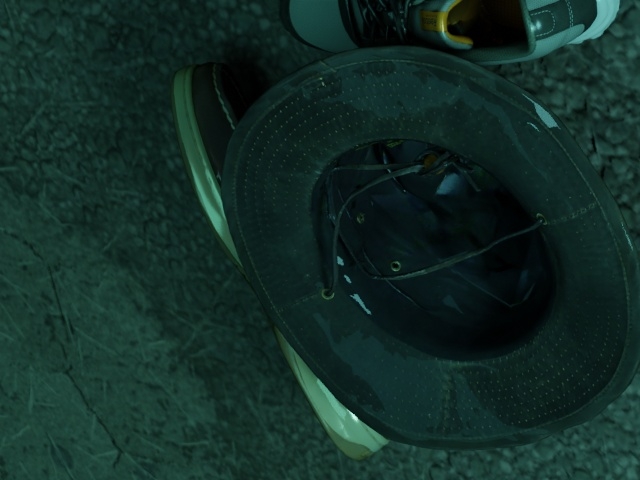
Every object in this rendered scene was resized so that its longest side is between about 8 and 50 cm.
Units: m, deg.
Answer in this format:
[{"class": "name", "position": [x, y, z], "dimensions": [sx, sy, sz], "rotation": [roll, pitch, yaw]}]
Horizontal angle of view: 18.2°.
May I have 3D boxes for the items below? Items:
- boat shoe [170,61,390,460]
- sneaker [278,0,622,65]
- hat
[{"class": "boat shoe", "position": [0.000, 0.000, 1.577], "dimensions": [0.123, 0.123, 0.342], "rotation": [-27, 89, 13]}, {"class": "sneaker", "position": [0.074, -0.171, 1.419], "dimensions": [0.271, 0.108, 0.100], "rotation": [2, 115, 39]}, {"class": "hat", "position": [0.095, -0.012, 1.454], "dimensions": [0.331, 0.134, 0.331], "rotation": [11, 123, 18]}]
